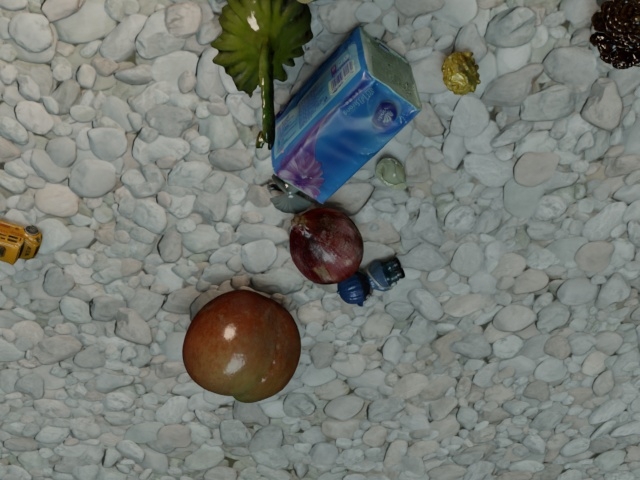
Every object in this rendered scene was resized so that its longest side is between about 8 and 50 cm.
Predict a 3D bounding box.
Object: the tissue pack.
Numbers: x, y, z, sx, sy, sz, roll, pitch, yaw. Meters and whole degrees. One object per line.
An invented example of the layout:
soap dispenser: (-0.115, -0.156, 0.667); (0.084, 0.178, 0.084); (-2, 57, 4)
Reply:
tissue pack: (0.041, -0.226, 1.678); (0.146, 0.198, 0.263); (32, 120, -25)

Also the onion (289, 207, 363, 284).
onion: (0.000, 0.000, 1.881); (0.159, 0.160, 0.195); (-28, 139, 17)

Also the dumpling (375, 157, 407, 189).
dumpling: (0.140, -0.135, 1.867); (0.059, 0.043, 0.077); (-17, 147, 30)

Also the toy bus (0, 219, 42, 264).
toy bus: (-0.654, 0.000, 1.880); (0.162, 0.074, 0.070); (19, 124, -18)

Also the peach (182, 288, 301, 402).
peach: (-0.169, 0.227, 2.016); (0.252, 0.252, 0.253); (-3, 130, -3)

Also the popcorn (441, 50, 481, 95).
popcorn: (0.263, -0.310, 1.713); (0.057, 0.083, 0.082); (-16, 99, 46)

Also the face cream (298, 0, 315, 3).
face cream: (0.044, -0.449, 1.516); (0.224, 0.070, 0.114); (-30, 145, -42)

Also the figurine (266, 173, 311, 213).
figurine: (-0.062, -0.100, 1.864); (0.094, 0.082, 0.086); (5, 146, 3)

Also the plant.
plant: (-0.064, -0.320, 1.525); (0.180, 0.333, 0.251); (-7, 119, -19)

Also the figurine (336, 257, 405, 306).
figurine: (0.111, 0.093, 2.030); (0.149, 0.087, 0.086); (-24, 90, 13)

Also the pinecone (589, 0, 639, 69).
pinecone: (0.550, -0.372, 1.657); (0.140, 0.140, 0.121); (-13, 155, 5)
